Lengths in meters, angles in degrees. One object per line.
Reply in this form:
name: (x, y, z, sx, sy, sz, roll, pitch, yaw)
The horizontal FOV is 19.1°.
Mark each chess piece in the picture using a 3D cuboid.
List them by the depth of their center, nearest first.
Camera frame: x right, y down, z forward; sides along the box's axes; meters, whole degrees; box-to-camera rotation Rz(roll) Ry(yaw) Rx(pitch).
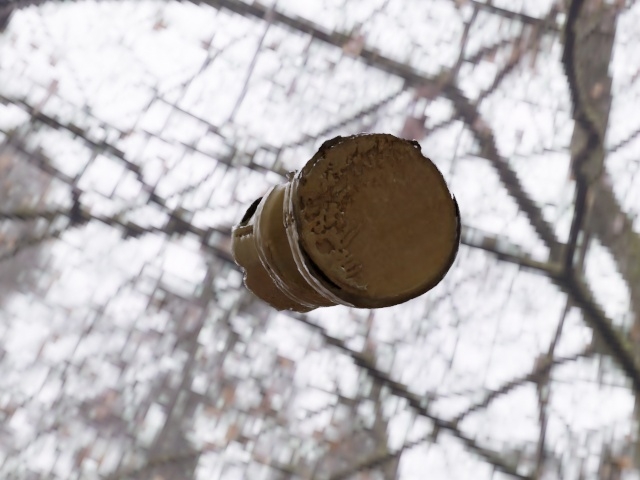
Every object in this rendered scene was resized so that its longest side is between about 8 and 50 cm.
chess piece: (0.001, -0.001, 0.691, 0.060, 0.060, 0.172, 30, -10, -9)
